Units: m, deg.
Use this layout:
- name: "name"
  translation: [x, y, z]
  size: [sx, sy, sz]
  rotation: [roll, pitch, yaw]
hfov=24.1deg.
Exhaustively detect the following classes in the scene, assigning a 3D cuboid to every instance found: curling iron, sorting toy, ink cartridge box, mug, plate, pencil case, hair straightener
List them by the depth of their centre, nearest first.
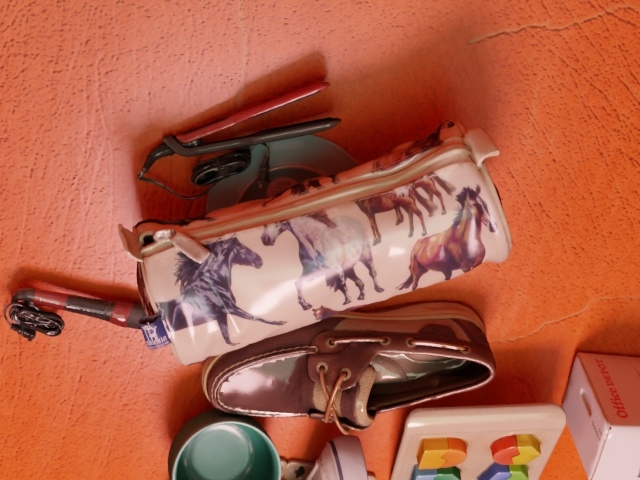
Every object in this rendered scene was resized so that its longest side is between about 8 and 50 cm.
- name: "pencil case"
  translation: [0.000, 0.000, 1.596]
  size: [0.410, 0.160, 0.183]
  rotation: [-18, 151, 4]
- name: "hair straightener"
  translation: [-0.085, -0.095, 1.618]
  size: [0.230, 0.047, 0.089]
  rotation: [-19, 98, 4]
- name: "plate"
  translation: [-0.034, -0.032, 1.685]
  size: [0.188, 0.024, 0.188]
  rotation: [-3, 119, -5]
- name: "curling iron"
  translation: [-0.227, 0.091, 1.728]
  size: [0.274, 0.035, 0.068]
  rotation: [5, 139, -15]
- name: "mug"
  translation: [-0.126, 0.276, 1.785]
  size: [0.129, 0.097, 0.158]
  rotation: [44, 88, -13]
- name: "ink cartridge box"
  translation: [0.412, 0.217, 1.797]
  size: [0.212, 0.154, 0.093]
  rotation: [6, 119, -11]
- name: "sorting toy"
  translation: [0.188, 0.266, 1.826]
  size: [0.193, 0.038, 0.208]
  rotation: [-2, 144, -6]

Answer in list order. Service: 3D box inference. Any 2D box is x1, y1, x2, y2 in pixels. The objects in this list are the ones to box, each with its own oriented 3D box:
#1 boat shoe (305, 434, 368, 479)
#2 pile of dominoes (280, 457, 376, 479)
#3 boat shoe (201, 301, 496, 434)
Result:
- name: "boat shoe"
  translation: [-0.029, 0.386, 1.840]
  size: [0.156, 0.136, 0.367]
  rotation: [-2, 131, -11]
- name: "pile of dominoes"
  translation: [-0.073, 0.361, 1.887]
  size: [0.251, 0.040, 0.196]
  rotation: [11, 117, -12]
- name: "boat shoe"
  translation: [0.035, 0.156, 1.734]
  size: [0.342, 0.123, 0.123]
  rotation: [-6, 121, -6]
